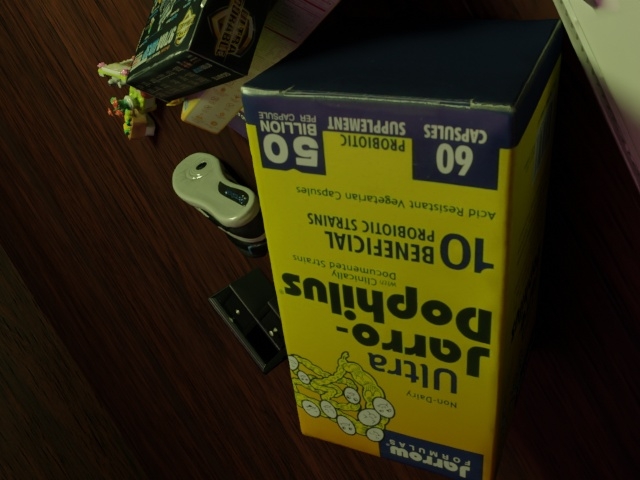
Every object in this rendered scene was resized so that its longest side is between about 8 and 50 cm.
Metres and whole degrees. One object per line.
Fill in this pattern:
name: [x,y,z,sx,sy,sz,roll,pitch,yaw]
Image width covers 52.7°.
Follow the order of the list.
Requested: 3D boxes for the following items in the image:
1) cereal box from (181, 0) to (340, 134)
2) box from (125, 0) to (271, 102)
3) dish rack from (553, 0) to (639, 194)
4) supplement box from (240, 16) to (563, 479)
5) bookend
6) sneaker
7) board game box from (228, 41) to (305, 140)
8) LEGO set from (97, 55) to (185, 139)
cereal box: [-0.050,-0.228,0.591,0.047,0.173,0.240,19,149,-28]
box: [-0.097,-0.218,0.560,0.220,0.051,0.175,11,82,61]
dish rack: [0.284,-0.121,0.378,0.285,0.072,0.333,-17,103,55]
supplement box: [0.085,0.008,0.570,0.194,0.195,0.356,9,126,24]
bookend: [-0.083,0.106,0.997,0.156,0.072,0.157,52,145,7]
sneaker: [-0.135,-0.041,0.939,0.217,0.079,0.121,40,166,47]
board game box: [-0.059,-0.176,0.763,0.170,0.048,0.141,37,140,25]
LEGO set: [-0.262,-0.211,0.927,0.287,0.107,0.132,-3,115,51]
